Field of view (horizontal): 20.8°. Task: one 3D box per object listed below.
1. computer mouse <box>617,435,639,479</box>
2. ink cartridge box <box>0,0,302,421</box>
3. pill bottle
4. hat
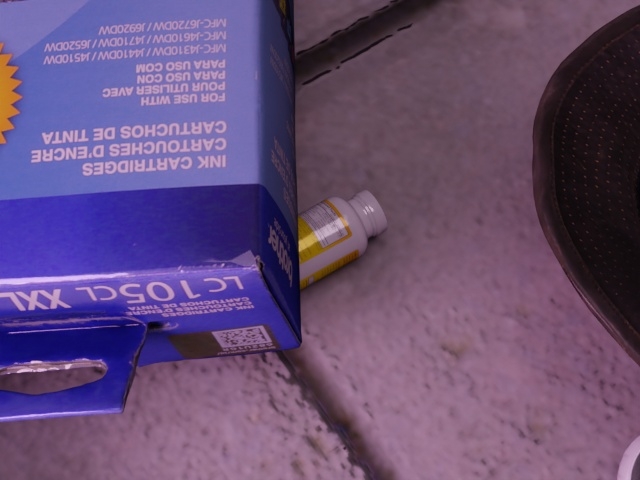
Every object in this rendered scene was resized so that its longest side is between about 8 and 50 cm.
[{"bbox_3d":[0.272,0.162,1.058,0.193,0.042,0.106,18,81,2],"label":"computer mouse"},{"bbox_3d":[-0.150,-0.071,1.061,0.270,0.151,0.395,-5,68,8],"label":"ink cartridge box"},{"bbox_3d":[0.000,0.000,1.115,0.083,0.043,0.043,-29,71,-14],"label":"pill bottle"},{"bbox_3d":[0.263,0.012,1.069,0.331,0.134,0.331,7,63,-15],"label":"hat"}]
